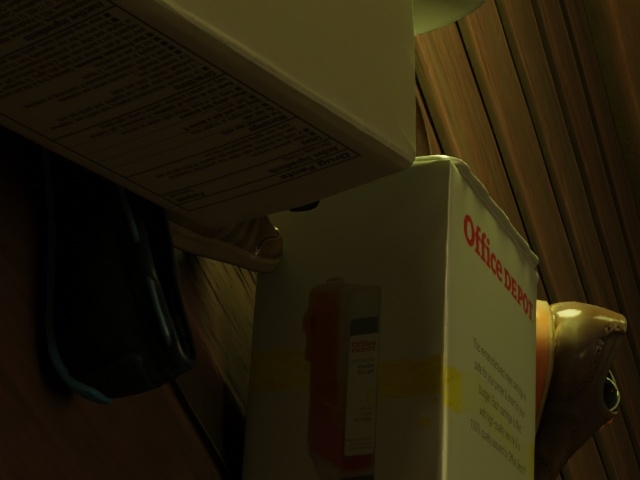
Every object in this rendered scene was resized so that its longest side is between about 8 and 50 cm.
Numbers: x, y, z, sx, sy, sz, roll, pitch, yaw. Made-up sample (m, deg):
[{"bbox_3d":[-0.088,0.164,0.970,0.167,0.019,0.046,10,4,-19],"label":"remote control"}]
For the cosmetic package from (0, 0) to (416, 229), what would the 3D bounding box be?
[{"bbox_3d":[-0.097,-0.126,0.807,0.296,0.153,0.129,30,53,-46],"label":"cosmetic package"}]

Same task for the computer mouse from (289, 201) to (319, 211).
[{"bbox_3d":[-0.071,-0.117,1.074,0.242,0.041,0.071,52,-6,-20],"label":"computer mouse"}]

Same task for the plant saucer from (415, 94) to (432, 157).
[{"bbox_3d":[0.075,-0.074,1.665,0.198,0.036,0.198,-8,90,-73],"label":"plant saucer"}]

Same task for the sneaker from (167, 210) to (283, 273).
[{"bbox_3d":[-0.062,-0.024,1.119,0.071,0.066,0.188,-66,160,4],"label":"sneaker"}]

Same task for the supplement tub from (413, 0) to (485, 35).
[{"bbox_3d":[-0.013,-0.312,1.149,0.241,0.241,0.331,9,73,-72],"label":"supplement tub"}]

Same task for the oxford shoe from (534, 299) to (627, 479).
[{"bbox_3d":[0.275,0.215,1.907,0.363,0.133,0.130,92,-3,-46],"label":"oxford shoe"}]

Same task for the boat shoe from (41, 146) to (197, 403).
[{"bbox_3d":[-0.106,-0.033,0.980,0.109,0.089,0.258,30,52,-68],"label":"boat shoe"}]

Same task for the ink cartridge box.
[{"bbox_3d":[0.061,0.164,1.266,0.279,0.160,0.384,45,46,-61],"label":"ink cartridge box"}]
